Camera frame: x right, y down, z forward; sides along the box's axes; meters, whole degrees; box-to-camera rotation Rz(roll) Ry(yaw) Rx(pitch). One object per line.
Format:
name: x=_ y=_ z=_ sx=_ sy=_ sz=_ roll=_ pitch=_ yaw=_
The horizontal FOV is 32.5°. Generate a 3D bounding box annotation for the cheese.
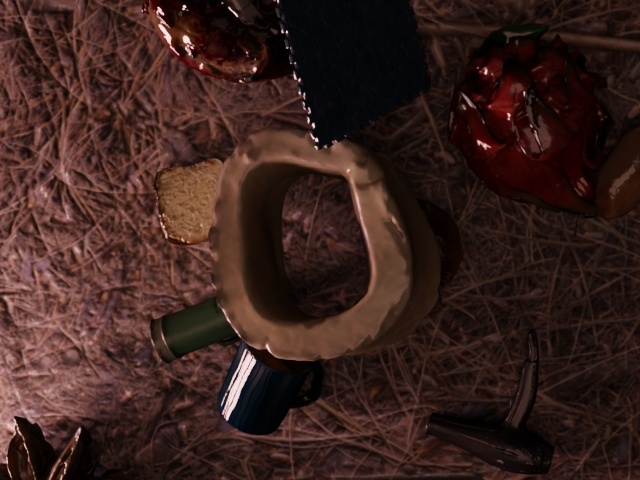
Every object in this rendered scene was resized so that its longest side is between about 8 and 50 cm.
cheese: x=0.003 y=-0.001 z=1.545 sx=0.292 sy=0.153 sz=0.332 roll=-15 pitch=83 yaw=21

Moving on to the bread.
bread: x=-0.183 y=-0.060 z=1.663 sx=0.129 sy=0.044 sz=0.126 roll=-14 pitch=93 yaw=14

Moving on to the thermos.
thermos: x=-0.162 y=0.127 z=1.684 sx=0.188 sy=0.073 sz=0.083 roll=-22 pitch=91 yaw=12

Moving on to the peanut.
peanut: x=0.435 y=-0.097 z=1.548 sx=0.076 sy=0.076 sz=0.152 roll=34 pitch=100 yaw=0

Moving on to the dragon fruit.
dragon fruit: x=0.290 y=-0.141 z=1.476 sx=0.234 sy=0.234 sz=0.293 roll=-27 pitch=82 yaw=13

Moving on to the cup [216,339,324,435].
cup: x=-0.070 y=0.218 z=1.661 sx=0.150 sy=0.113 sz=0.138 roll=24 pitch=120 yaw=-3

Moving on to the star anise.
star anise: x=-0.440 y=0.433 z=1.775 sx=0.332 sy=0.117 sz=0.331 roll=1 pitch=94 yaw=10

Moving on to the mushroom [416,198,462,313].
mushroom: x=0.144 y=0.026 z=1.615 sx=0.135 sy=0.080 sz=0.170 roll=-20 pitch=96 yaw=22

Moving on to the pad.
pad: x=0.044 y=-0.286 z=1.469 sx=0.012 sy=0.269 sz=0.269 roll=1 pitch=117 yaw=43

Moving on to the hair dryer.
hair dryer: x=0.277 y=0.233 z=1.662 sx=0.196 sy=0.075 sz=0.219 roll=17 pitch=94 yaw=13

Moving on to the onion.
onion: x=-0.102 y=-0.363 z=1.495 sx=0.314 sy=0.232 sz=0.314 roll=-1 pitch=94 yaw=-17
